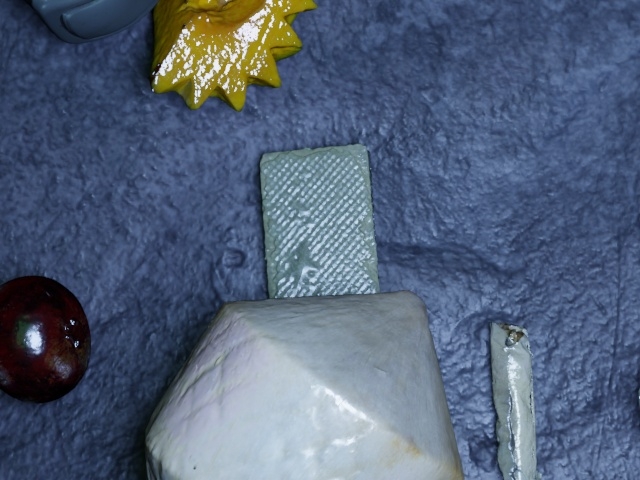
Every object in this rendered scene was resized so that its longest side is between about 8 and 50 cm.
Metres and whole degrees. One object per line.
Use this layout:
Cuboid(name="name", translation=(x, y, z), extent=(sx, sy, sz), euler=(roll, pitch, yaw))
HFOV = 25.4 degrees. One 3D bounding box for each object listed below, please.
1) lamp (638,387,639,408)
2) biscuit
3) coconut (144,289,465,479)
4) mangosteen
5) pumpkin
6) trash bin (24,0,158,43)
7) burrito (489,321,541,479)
Cuboid(name="lamp", translation=(0.371, 0.154, 1.366), extent=(0.121, 0.214, 0.121), euler=(0, 78, 0))
Cuboid(name="biscuit", translation=(0.000, 0.000, 1.489), extent=(0.121, 0.040, 0.199), euler=(-5, 80, 2))
Cuboid(name="coconut", translation=(-0.003, 0.182, 1.335), extent=(0.329, 0.329, 0.329), euler=(0, 80, 1))
Cuboid(name="mangosteen", translation=(-0.303, 0.103, 1.441), extent=(0.140, 0.140, 0.140), euler=(0, 80, 1))
Cuboid(name="pumpkin", translation=(-0.093, -0.253, 1.521), extent=(0.130, 0.149, 0.254), euler=(29, 90, -30))
Cuboid(name="trash bin", translation=(-0.268, -0.325, 1.503), extent=(0.236, 0.101, 0.177), euler=(41, 85, 21))
Cuboid(name="burrito", translation=(0.198, 0.174, 1.456), extent=(0.045, 0.041, 0.185), euler=(8, 75, -40))
